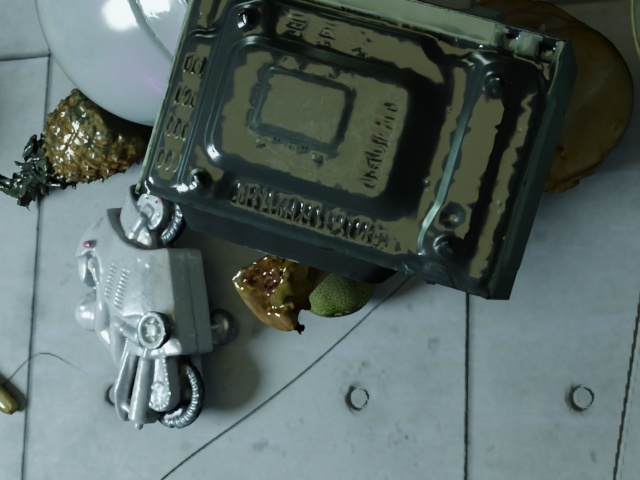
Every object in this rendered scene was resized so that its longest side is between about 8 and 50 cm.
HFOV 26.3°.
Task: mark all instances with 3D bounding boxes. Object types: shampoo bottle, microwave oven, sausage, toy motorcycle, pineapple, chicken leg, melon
[{"bbox_3d":[-0.125,-0.253,1.341,0.266,0.273,0.273,-13,74,49],"label":"shampoo bottle"},{"bbox_3d":[0.034,-0.089,1.100,0.295,0.181,0.237,17,91,13],"label":"microwave oven"},{"bbox_3d":[-0.384,0.151,1.526,0.132,0.024,0.024,33,94,24],"label":"sausage"},{"bbox_3d":[-0.189,0.068,1.427,0.171,0.110,0.260,-10,84,37],"label":"toy motorcycle"},{"bbox_3d":[-0.274,-0.093,1.494,0.197,0.108,0.108,-32,70,27],"label":"pineapple"},{"bbox_3d":[0.073,-0.089,1.286,0.409,0.182,0.295,-41,59,-2],"label":"chicken leg"},{"bbox_3d":[0.000,0.000,1.359,0.099,0.099,0.162,-26,69,16],"label":"melon"}]

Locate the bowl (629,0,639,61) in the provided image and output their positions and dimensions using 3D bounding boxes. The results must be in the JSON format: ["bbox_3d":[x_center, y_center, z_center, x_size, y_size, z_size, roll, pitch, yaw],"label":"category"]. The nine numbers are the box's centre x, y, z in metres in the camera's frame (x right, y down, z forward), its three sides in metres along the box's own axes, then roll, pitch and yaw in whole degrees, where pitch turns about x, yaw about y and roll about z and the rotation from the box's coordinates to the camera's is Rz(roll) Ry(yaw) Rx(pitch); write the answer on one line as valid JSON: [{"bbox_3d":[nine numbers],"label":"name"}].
[{"bbox_3d":[0.419,-0.194,1.198,0.277,0.145,0.277,-5,77,22],"label":"bowl"}]
